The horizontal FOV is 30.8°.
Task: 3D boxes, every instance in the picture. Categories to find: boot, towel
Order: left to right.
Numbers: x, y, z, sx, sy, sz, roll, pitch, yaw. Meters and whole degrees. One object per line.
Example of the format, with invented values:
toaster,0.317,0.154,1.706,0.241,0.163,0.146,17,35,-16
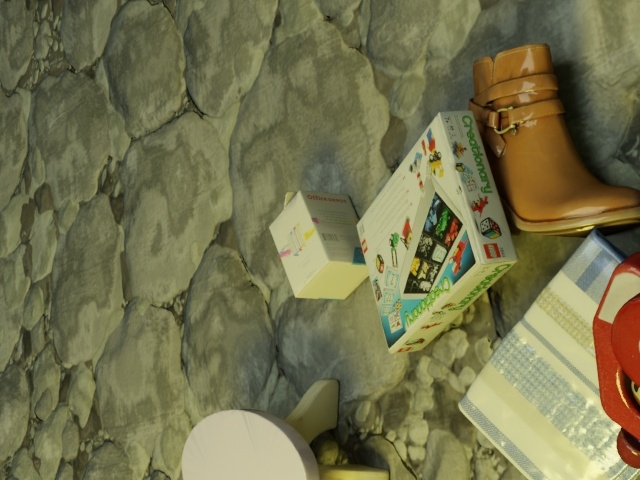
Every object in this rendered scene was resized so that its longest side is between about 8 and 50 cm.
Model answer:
boot,0.265,-0.115,1.332,0.283,0.109,0.220,3,90,61
towel,0.294,0.156,1.264,0.209,0.034,0.285,43,121,20

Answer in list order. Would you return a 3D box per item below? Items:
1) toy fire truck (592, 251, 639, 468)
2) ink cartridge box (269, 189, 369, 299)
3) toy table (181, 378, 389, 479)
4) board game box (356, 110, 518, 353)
toy fire truck,0.381,0.160,1.091,0.302,0.169,0.254,35,131,29
ink cartridge box,0.000,0.000,1.641,0.090,0.092,0.143,-48,50,37
toy table,-0.049,0.319,1.614,0.274,0.161,0.252,17,99,49
board game box,0.133,0.000,1.430,0.305,0.053,0.193,125,135,-60
